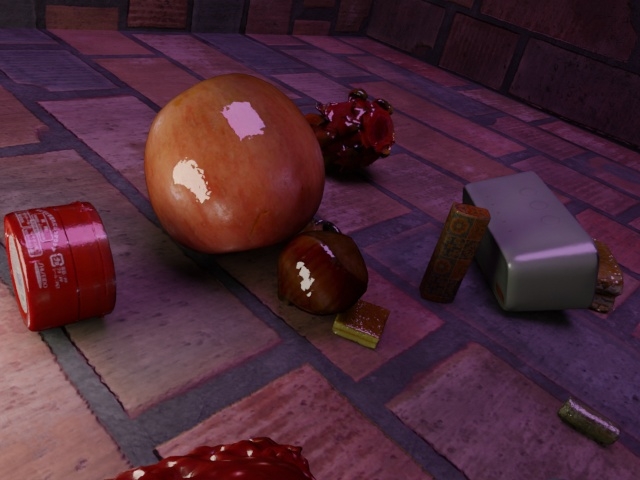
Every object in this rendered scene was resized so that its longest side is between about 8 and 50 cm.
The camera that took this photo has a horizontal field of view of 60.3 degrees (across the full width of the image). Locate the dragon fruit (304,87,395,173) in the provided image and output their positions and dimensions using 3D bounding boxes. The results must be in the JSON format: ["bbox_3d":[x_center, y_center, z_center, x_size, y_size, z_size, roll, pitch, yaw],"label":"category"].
[{"bbox_3d":[0.061,-0.315,1.600,0.307,0.243,0.227,6,70,-22],"label":"dragon fruit"}]

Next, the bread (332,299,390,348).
[{"bbox_3d":[0.076,0.151,1.037,0.090,0.035,0.094,20,32,9],"label":"bread"}]

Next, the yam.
[{"bbox_3d":[0.460,0.308,0.943,0.094,0.043,0.043,31,34,22],"label":"yam"}]

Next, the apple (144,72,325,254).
[{"bbox_3d":[-0.172,-0.151,1.089,0.364,0.363,0.364,11,31,-7],"label":"apple"}]

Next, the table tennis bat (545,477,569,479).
[{"bbox_3d":[0.383,0.393,0.794,0.155,0.019,0.100,11,30,-3],"label":"table tennis bat"}]

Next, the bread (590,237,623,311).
[{"bbox_3d":[0.643,0.072,1.348,0.138,0.102,0.196,12,33,2],"label":"bread"}]

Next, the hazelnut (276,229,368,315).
[{"bbox_3d":[0.004,0.060,1.035,0.170,0.160,0.202,0,-1,3],"label":"hazelnut"}]

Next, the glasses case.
[{"bbox_3d":[0.275,0.030,1.141,0.075,0.218,0.049,12,31,-4],"label":"glasses case"}]

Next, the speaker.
[{"bbox_3d":[0.472,-0.004,1.304,0.184,0.183,0.406,-6,32,1],"label":"speaker"}]

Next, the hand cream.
[{"bbox_3d":[-0.407,0.039,0.859,0.125,0.193,0.193,-11,39,-33],"label":"hand cream"}]

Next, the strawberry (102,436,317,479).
[{"bbox_3d":[-0.091,0.318,0.490,0.317,0.295,0.345,56,8,-1],"label":"strawberry"}]

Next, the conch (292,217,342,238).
[{"bbox_3d":[0.001,-0.002,1.220,0.233,0.086,0.080,34,-7,7],"label":"conch"}]
